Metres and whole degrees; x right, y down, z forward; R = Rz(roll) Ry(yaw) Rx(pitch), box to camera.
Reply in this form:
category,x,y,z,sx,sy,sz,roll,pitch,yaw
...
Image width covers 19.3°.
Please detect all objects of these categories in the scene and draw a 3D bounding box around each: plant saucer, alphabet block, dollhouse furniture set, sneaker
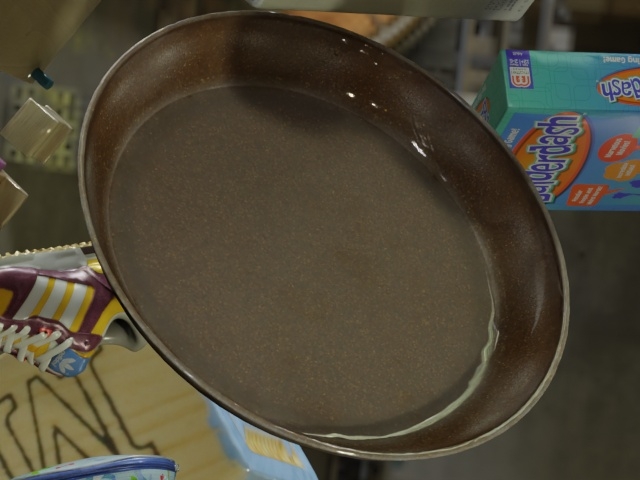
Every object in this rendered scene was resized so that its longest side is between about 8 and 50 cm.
category,x,y,z,sx,sy,sz,roll,pitch,yaw
plant saucer,0.000,0.000,1.096,0.050,0.311,0.310,125,-17,-46
alphabet block,-0.145,0.163,1.471,0.193,0.197,0.192,60,8,22
dollhouse furniture set,-0.300,-0.192,1.531,0.303,0.198,0.286,-50,164,7
sneaker,-0.194,0.055,1.272,0.069,0.185,0.084,-39,-107,45

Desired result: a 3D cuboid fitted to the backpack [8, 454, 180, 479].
category,x,y,z,sx,sy,sz,roll,pitch,yaw
backpack,-0.102,0.139,0.835,0.114,0.105,0.084,117,-37,-83

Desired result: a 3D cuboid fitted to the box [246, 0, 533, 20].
category,x,y,z,sx,sy,sz,roll,pitch,yaw
box,0.035,-0.226,1.166,0.311,0.148,0.121,-9,140,-56

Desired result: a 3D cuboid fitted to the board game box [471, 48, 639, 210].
category,x,y,z,sx,sy,sz,roll,pitch,yaw
board game box,0.205,-0.072,1.294,0.160,0.210,0.047,113,-24,-65
